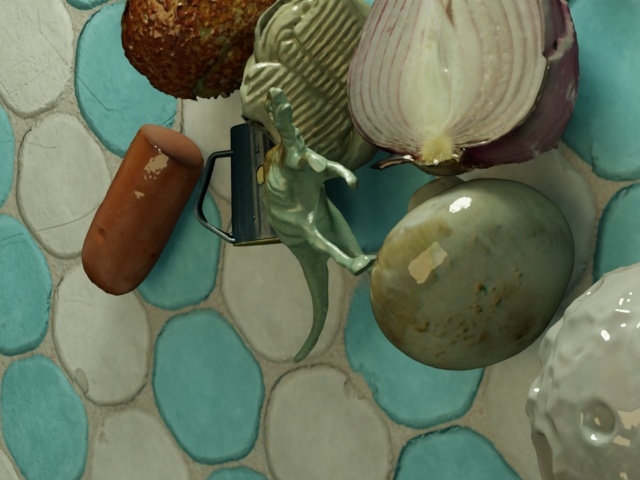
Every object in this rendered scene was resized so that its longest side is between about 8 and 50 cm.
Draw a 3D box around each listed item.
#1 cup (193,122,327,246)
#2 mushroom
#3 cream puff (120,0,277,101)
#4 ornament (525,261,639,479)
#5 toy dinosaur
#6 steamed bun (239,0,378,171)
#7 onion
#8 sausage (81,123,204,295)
[{"bbox_3d":[-0.076,-0.072,2.018,0.177,0.131,0.155,-4,87,-3],"label":"cup"},{"bbox_3d":[0.160,0.018,1.795,0.244,0.243,0.243,7,101,40],"label":"mushroom"},{"bbox_3d":[-0.136,-0.278,1.991,0.164,0.240,0.240,46,124,17],"label":"cream puff"},{"bbox_3d":[0.369,0.162,1.541,0.337,0.337,0.337,7,101,40],"label":"ornament"},{"bbox_3d":[0.000,0.000,1.883,0.205,0.092,0.393,38,147,27],"label":"toy dinosaur"},{"bbox_3d":[0.004,-0.206,1.925,0.218,0.144,0.211,39,107,-14],"label":"steamed bun"},{"bbox_3d":[0.178,-0.237,1.775,0.267,0.159,0.348,2,83,32],"label":"onion"},{"bbox_3d":[-0.257,-0.036,2.211,0.113,0.114,0.259,46,122,26],"label":"sausage"}]
